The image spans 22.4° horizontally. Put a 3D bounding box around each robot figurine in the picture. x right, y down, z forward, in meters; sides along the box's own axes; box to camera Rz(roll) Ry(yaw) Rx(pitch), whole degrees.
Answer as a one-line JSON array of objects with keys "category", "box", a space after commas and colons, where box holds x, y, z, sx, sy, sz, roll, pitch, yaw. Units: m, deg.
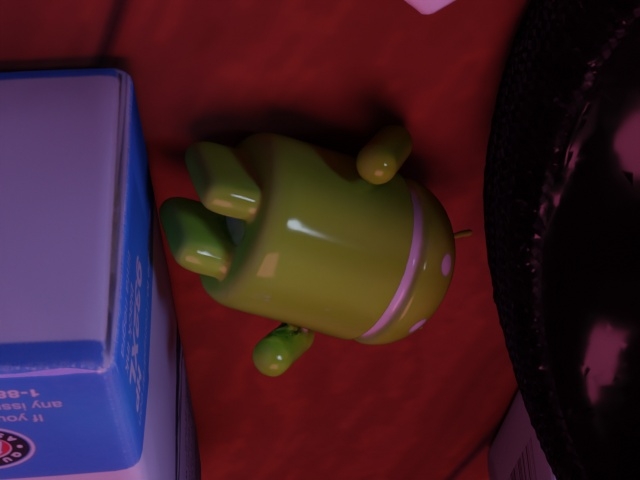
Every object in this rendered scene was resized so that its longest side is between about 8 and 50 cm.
[{"category": "robot figurine", "box": [0.000, 0.000, 0.602, 0.115, 0.067, 0.101, 17, 111, -26]}]

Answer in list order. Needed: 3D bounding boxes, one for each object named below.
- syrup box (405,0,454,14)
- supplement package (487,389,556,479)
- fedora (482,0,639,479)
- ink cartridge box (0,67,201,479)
[{"category": "syrup box", "box": [0.080, -0.157, 0.354, 0.237, 0.096, 0.093, -30, 138, 32]}, {"category": "supplement package", "box": [0.181, 0.125, 0.766, 0.179, 0.105, 0.105, 2, 145, -8]}, {"category": "fedora", "box": [0.205, 0.004, 0.516, 0.152, 0.334, 0.334, -23, 159, -35]}, {"category": "ink cartridge box", "box": [-0.169, 0.079, 0.650, 0.223, 0.129, 0.307, -3, 146, -1]}]
